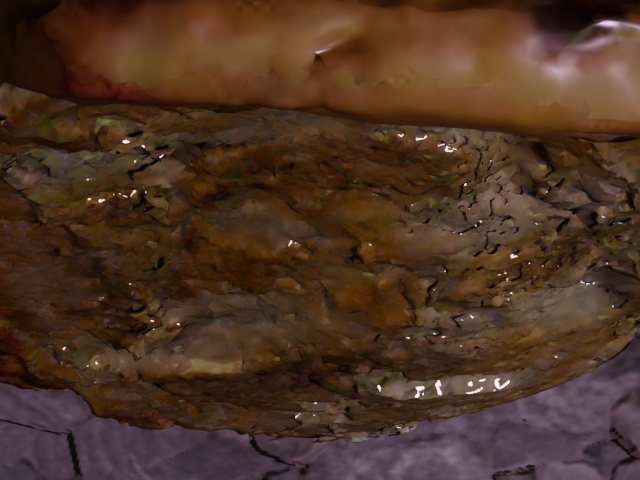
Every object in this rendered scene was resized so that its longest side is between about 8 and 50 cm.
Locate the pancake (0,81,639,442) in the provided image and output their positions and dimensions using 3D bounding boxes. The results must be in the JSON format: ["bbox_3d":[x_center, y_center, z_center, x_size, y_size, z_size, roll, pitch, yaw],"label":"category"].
[{"bbox_3d":[0.000,0.002,0.730,0.356,0.065,0.356,0,151,0],"label":"pancake"}]

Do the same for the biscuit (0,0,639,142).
[{"bbox_3d":[0.028,-0.089,0.526,0.359,0.359,0.046,3,110,2],"label":"biscuit"}]
